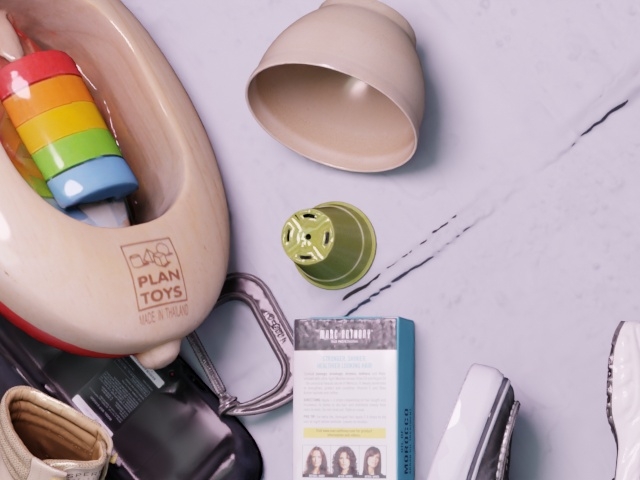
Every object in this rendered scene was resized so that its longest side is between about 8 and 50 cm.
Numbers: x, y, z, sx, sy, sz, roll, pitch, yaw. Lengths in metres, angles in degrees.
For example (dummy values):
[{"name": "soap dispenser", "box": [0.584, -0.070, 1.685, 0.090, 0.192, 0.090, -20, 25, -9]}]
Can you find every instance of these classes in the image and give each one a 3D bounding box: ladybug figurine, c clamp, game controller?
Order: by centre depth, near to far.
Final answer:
[{"name": "ladybug figurine", "box": [-0.252, -0.073, 1.675, 0.162, 0.305, 0.449, -42, 67, 43]}, {"name": "c clamp", "box": [-0.093, 0.101, 1.711, 0.137, 0.022, 0.161, -33, 71, -8]}, {"name": "game controller", "box": [-0.201, 0.159, 1.741, 0.166, 0.067, 0.319, -42, 73, -5]}]

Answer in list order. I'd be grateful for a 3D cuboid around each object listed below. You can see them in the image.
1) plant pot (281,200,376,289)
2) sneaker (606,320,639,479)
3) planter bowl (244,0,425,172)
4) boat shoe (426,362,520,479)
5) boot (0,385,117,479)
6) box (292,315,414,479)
[{"name": "plant pot", "box": [0.000, 0.000, 1.673, 0.083, 0.079, 0.083, -2, 82, 18]}, {"name": "sneaker", "box": [0.297, 0.202, 1.545, 0.108, 0.100, 0.271, -1, 84, 13]}, {"name": "planter bowl", "box": [0.026, -0.151, 1.654, 0.162, 0.162, 0.109, 10, 60, 19]}, {"name": "boat shoe", "box": [0.141, 0.276, 1.590, 0.119, 0.121, 0.335, 12, 99, 11]}, {"name": "boot", "box": [-0.220, 0.275, 1.653, 0.262, 0.095, 0.203, 45, 131, 26]}, {"name": "box", "box": [0.030, 0.191, 1.651, 0.100, 0.060, 0.244, -1, 84, 18]}]
